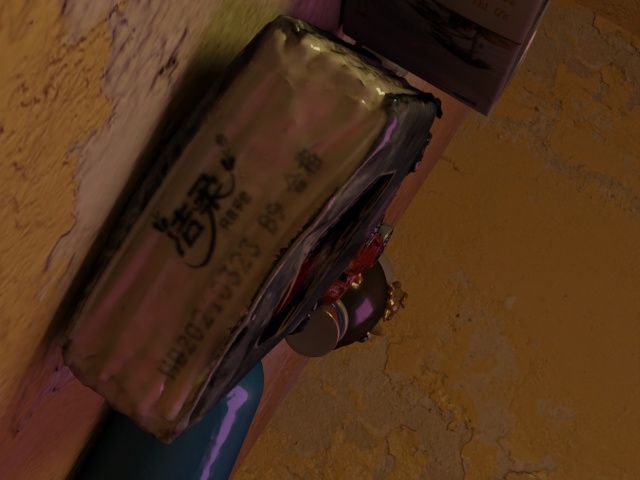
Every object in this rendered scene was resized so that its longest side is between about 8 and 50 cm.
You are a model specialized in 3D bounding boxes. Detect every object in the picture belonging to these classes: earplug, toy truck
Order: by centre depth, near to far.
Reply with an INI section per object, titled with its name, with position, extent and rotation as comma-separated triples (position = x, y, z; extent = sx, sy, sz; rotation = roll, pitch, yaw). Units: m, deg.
[earplug]
position = -0.136, 0.192, 0.959
extent = 0.272, 0.132, 0.132
rotation = -64, 173, 11
[toy truck]
position = 0.000, 0.000, 1.162
extent = 0.114, 0.108, 0.253
rotation = -58, 172, -1

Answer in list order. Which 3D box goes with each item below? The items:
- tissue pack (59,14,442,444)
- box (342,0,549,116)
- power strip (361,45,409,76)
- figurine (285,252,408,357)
[tissue pack]
position = -0.029, -0.021, 0.799
extent = 0.259, 0.122, 0.361
rotation = -57, 176, 10
[box]
position = 0.096, -0.191, 0.829
extent = 0.067, 0.149, 0.233
rotation = -55, 173, -13
[power strip]
position = 0.119, -0.276, 1.075
extent = 0.270, 0.046, 0.118
rotation = -60, 173, 8
[figurine]
position = 0.009, 0.068, 1.370
extent = 0.158, 0.161, 0.275
rotation = -39, 171, 7
